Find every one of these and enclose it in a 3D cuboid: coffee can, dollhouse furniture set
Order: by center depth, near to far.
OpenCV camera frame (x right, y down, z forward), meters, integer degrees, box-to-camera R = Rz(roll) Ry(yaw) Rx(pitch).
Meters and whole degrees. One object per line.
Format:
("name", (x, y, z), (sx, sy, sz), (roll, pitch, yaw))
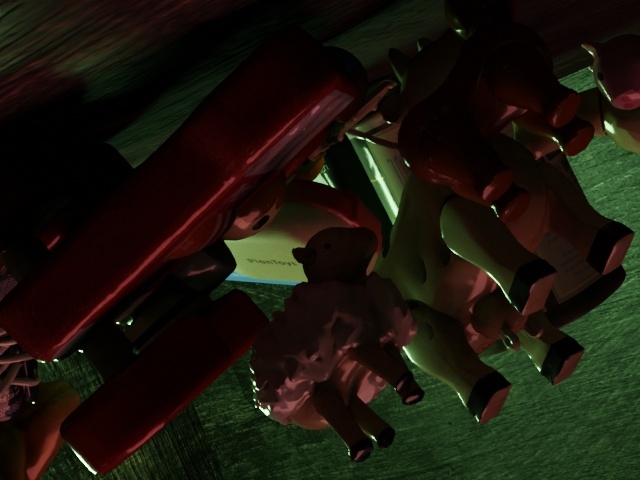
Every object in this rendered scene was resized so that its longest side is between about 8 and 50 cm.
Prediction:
("dollhouse furniture set", (-0.005, -0.115, 1.095), (0.152, 0.058, 0.076), (-43, 179, -16))
("coffee can", (0.174, -0.043, 1.226), (0.202, 0.275, 0.201), (-27, -175, 3))

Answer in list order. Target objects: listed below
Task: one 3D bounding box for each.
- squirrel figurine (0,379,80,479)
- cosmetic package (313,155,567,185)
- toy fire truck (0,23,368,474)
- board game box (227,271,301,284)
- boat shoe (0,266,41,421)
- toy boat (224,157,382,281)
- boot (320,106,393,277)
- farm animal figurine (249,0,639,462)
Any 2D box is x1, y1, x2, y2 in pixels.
("squirrel figurine", (-0.482, 0.265, 1.152), (0.397, 0.281, 0.370), (-64, 175, -2))
("cosmetic package", (0.152, -0.118, 1.698), (0.197, 0.155, 0.365), (-19, 180, -37))
("toy fire truck", (-0.072, -0.020, 0.686), (0.254, 0.169, 0.302), (-41, 179, 9))
("board game box", (0.000, 0.000, 1.584), (0.347, 0.078, 0.233), (5, 163, -18))
("boat shoe", (-0.268, 0.069, 0.953), (0.127, 0.158, 0.340), (-23, -179, -30))
("toy boat", (-0.040, -0.046, 1.206), (0.231, 0.151, 0.151), (3, 156, 32))
("boot", (0.112, -0.068, 1.408), (0.246, 0.207, 0.094), (-24, -179, -31))
("farm animal figurine", (0.119, -0.045, 0.701), (0.330, 0.172, 0.326), (-5, 131, -44))
